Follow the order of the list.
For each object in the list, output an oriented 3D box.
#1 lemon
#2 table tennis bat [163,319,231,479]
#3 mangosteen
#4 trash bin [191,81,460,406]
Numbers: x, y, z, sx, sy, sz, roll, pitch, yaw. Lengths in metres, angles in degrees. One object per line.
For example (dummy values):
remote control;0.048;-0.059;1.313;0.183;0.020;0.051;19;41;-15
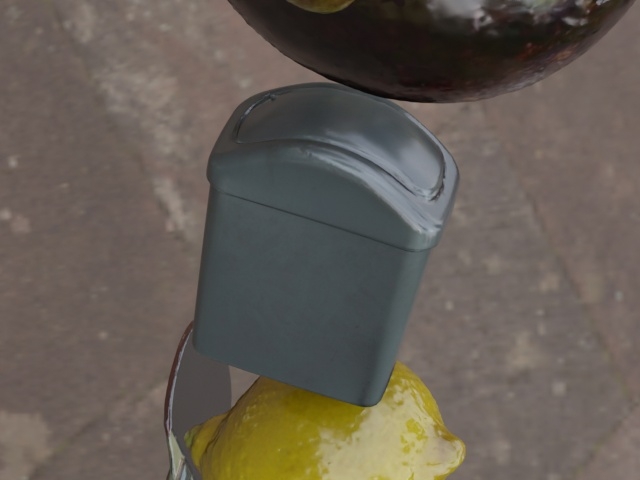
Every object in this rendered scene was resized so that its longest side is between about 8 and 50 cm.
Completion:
lemon;0.004;0.179;1.512;0.187;0.244;0.186;-5;90;-70
table tennis bat;-0.125;0.195;1.720;0.154;0.021;0.274;73;22;-43
mangosteen;0.041;-0.162;0.761;0.265;0.228;0.228;-53;124;-70
trash bin;0.000;0.000;1.343;0.177;0.236;0.101;16;40;5
